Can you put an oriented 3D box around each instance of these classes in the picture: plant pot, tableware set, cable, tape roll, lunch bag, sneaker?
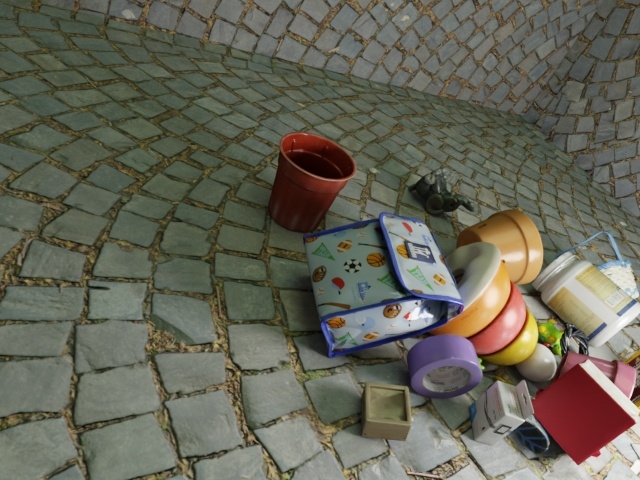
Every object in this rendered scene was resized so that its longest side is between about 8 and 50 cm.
[{"bbox_3d":[0.839,0.444,1.446,0.180,0.201,0.201,23,35,23],"label":"plant pot"},{"bbox_3d":[0.549,0.427,1.351,0.104,0.024,0.154,29,-1,4],"label":"tableware set"},{"bbox_3d":[0.879,0.377,1.593,0.184,0.047,0.151,40,55,-30],"label":"cable"},{"bbox_3d":[-0.051,-0.190,1.611,0.272,0.265,0.272,16,39,-13],"label":"plant pot"},{"bbox_3d":[0.334,0.345,1.263,0.189,0.189,0.080,15,38,-13],"label":"tape roll"},{"bbox_3d":[0.653,0.038,1.756,0.203,0.291,0.291,-9,47,-14],"label":"plant pot"},{"bbox_3d":[0.168,0.104,1.310,0.385,0.239,0.328,-12,47,0],"label":"lunch bag"},{"bbox_3d":[0.555,0.500,1.313,0.081,0.080,0.211,15,32,-52],"label":"sneaker"}]

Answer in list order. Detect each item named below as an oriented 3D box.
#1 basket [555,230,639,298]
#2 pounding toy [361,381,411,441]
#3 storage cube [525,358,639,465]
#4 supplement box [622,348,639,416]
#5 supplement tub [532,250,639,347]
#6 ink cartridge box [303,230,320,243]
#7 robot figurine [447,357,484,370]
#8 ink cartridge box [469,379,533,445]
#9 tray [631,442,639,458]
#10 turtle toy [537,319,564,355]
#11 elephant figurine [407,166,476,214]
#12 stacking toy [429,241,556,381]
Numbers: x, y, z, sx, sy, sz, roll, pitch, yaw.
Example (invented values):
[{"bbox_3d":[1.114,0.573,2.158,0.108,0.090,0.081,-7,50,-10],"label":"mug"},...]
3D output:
[{"bbox_3d":[1.130,0.138,1.913,0.201,0.255,0.289,-4,65,-31],"label":"basket"},{"bbox_3d":[0.169,0.425,1.169,0.130,0.100,0.141,7,37,-1],"label":"pounding toy"},{"bbox_3d":[0.735,0.471,1.296,0.183,0.193,0.215,13,32,-52],"label":"storage cube"},{"bbox_3d":[1.158,0.511,1.580,0.191,0.129,0.194,24,38,-1],"label":"supplement box"},{"bbox_3d":[0.993,0.216,1.751,0.228,0.228,0.316,-13,52,-39],"label":"supplement tub"},{"bbox_3d":[0.000,0.000,1.609,0.115,0.029,0.063,17,39,-12],"label":"ink cartridge box"},{"bbox_3d":[0.428,0.372,1.383,0.115,0.067,0.101,9,46,-20],"label":"robot figurine"},{"bbox_3d":[0.472,0.448,1.226,0.060,0.180,0.104,19,37,-8],"label":"ink cartridge box"},{"bbox_3d":[1.096,0.686,1.422,0.270,0.030,0.145,9,42,-21],"label":"tray"},{"bbox_3d":[0.812,0.344,1.633,0.095,0.066,0.130,-13,52,-37],"label":"turtle toy"},{"bbox_3d":[0.533,-0.186,2.041,0.169,0.186,0.239,-27,85,-8],"label":"elephant figurine"},{"bbox_3d":[0.542,0.274,1.447,0.480,0.350,0.350,45,38,-6],"label":"stacking toy"}]
